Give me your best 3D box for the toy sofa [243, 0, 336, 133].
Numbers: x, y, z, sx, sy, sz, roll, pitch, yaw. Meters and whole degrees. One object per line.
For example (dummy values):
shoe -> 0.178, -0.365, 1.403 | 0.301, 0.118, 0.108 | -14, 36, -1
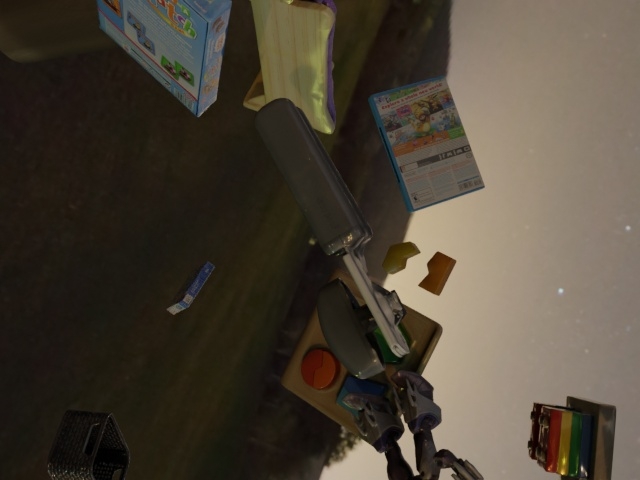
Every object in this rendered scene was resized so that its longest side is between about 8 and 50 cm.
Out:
toy sofa -> -0.033, -0.335, 1.272 | 0.363, 0.177, 0.150 | 86, 26, -67

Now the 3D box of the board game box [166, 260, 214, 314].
board game box -> -0.233, 0.086, 1.422 | 0.090, 0.020, 0.090 | -59, -166, -26

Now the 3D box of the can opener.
can opener -> 0.000, 0.000, 0.792 | 0.095, 0.284, 0.076 | -31, 171, 10

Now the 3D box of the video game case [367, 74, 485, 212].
video game case -> 0.144, -0.132, 1.080 | 0.015, 0.119, 0.166 | 152, -81, -71

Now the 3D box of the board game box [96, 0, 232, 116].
board game box -> -0.170, -0.235, 0.832 | 0.039, 0.160, 0.211 | -46, 178, -18

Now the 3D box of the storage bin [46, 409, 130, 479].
storage bin -> -0.418, 0.402, 1.444 | 0.180, 0.084, 0.122 | 86, 10, -48

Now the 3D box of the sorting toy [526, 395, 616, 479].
sorting toy -> 0.365, 0.367, 1.210 | 0.257, 0.089, 0.256 | 51, 46, -79

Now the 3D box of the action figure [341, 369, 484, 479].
action figure -> 0.122, 0.308, 1.017 | 0.185, 0.099, 0.285 | -38, -140, 18

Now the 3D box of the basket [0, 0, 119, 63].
basket -> -0.343, -0.339, 1.107 | 0.154, 0.226, 0.205 | 37, 43, -62

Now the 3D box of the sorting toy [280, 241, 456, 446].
sorting toy -> 0.074, 0.135, 1.229 | 0.041, 0.229, 0.307 | 21, 96, -55
